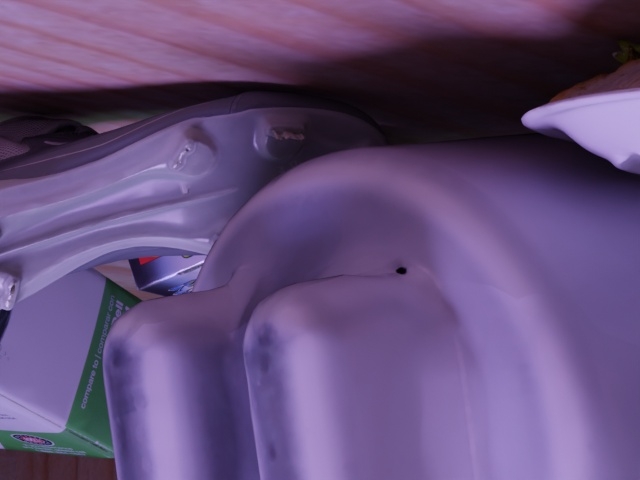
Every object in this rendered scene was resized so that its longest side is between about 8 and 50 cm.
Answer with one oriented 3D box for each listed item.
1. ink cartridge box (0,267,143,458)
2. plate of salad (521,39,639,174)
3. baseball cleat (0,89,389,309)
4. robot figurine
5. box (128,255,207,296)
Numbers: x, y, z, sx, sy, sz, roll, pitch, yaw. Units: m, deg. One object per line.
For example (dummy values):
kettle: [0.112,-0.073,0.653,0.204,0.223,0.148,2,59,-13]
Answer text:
ink cartridge box: [-0.203,0.031,0.900,0.153,0.087,0.208,2,157,32]
plate of salad: [0.163,-0.045,0.572,0.200,0.048,0.200,2,177,0]
baseball cleat: [-0.078,-0.030,0.747,0.206,0.072,0.109,-12,-150,-4]
robot figurine: [0.087,0.059,0.694,0.353,0.200,0.300,-8,-176,-44]
box: [0.000,0.000,0.880,0.114,0.036,0.207,-21,166,15]
